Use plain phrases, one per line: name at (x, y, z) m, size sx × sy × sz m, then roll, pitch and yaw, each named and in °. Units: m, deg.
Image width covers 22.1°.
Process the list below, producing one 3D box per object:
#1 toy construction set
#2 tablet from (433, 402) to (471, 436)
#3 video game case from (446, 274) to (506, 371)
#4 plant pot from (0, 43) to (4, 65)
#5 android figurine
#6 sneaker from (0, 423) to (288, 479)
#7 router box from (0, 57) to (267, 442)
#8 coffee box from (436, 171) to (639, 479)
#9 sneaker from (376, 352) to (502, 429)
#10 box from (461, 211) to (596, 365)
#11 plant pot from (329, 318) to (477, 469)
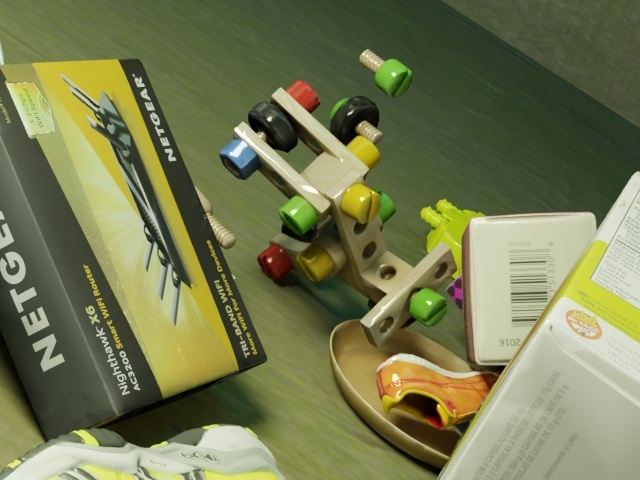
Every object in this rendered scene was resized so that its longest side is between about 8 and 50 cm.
toy construction set at (0.000, 0.000, 1.646) m, size 0.309 × 0.257 × 0.237 m, roll -22°, pitch 50°, yaw -36°
tablet at (0.153, 0.191, 1.646) m, size 0.054 × 0.006 × 0.083 m, roll 5°, pitch 34°, yaw -47°
video game case at (0.269, 0.128, 1.897) m, size 0.210 × 0.042 × 0.232 m, roll -8°, pitch 59°, yaw -56°
plant pot at (-0.438, -0.158, 1.403) m, size 0.290 × 0.195 × 0.290 m, roll 45°, pitch 33°, yaw -41°
android figurine at (0.246, 0.039, 2.117) m, size 0.273 × 0.056 × 0.248 m, roll 39°, pitch 23°, yaw 14°
sneaker at (-0.119, 0.221, 1.132) m, size 0.147 × 0.145 × 0.384 m, roll 42°, pitch 26°, yaw 25°
router box at (-0.192, -0.001, 1.409) m, size 0.243 × 0.081 × 0.309 m, roll -16°, pitch 81°, yaw -61°
coffee box at (0.290, 0.209, 1.369) m, size 0.338 × 0.338 × 0.334 m, roll 32°, pitch 31°, yaw 6°
sneaker at (0.134, 0.161, 1.620) m, size 0.175 × 0.064 × 0.067 m, roll 9°, pitch 54°, yaw -19°
box at (0.213, 0.054, 1.691) m, size 0.126 × 0.149 × 0.232 m, roll -2°, pitch -4°, yaw 2°
plant pot at (0.107, 0.167, 1.690) m, size 0.236 × 0.032 × 0.236 m, roll 26°, pitch 22°, yaw -11°
